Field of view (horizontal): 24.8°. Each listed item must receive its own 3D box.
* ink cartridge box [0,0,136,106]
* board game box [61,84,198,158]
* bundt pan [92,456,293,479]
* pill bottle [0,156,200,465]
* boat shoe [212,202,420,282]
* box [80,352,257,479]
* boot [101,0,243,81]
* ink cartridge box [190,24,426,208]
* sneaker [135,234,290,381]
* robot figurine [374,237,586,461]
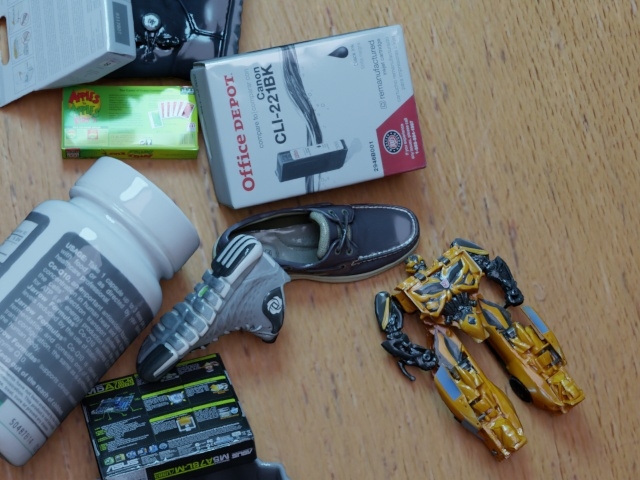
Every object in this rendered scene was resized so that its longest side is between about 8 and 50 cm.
[{"bbox_3d":[-0.345,-0.293,1.933,0.066,0.232,0.189,8,68,-45],"label":"ink cartridge box"},{"bbox_3d":[-0.257,-0.159,1.963,0.181,0.043,0.092,0,74,-9],"label":"board game box"},{"bbox_3d":[-0.151,0.403,1.726,0.331,0.124,0.331,-1,42,1],"label":"bundt pan"},{"bbox_3d":[-0.327,0.081,1.800,0.204,0.204,0.361,39,73,4],"label":"pill bottle"},{"bbox_3d":[0.000,0.000,1.930,0.285,0.092,0.103,-5,75,-10],"label":"boat shoe"},{"bbox_3d":[-0.193,0.227,1.807,0.191,0.045,0.184,-14,32,-13],"label":"box"},{"bbox_3d":[-0.211,-0.331,1.988,0.207,0.094,0.246,6,80,-12],"label":"boot"},{"bbox_3d":[-0.017,-0.165,1.935,0.273,0.114,0.197,-13,98,-11],"label":"ink cartridge box"},{"bbox_3d":[-0.121,0.115,1.857,0.228,0.086,0.132,-49,121,0],"label":"sneaker"},{"bbox_3d":[0.209,0.132,1.928,0.211,0.085,0.291,-35,82,-17],"label":"robot figurine"}]
